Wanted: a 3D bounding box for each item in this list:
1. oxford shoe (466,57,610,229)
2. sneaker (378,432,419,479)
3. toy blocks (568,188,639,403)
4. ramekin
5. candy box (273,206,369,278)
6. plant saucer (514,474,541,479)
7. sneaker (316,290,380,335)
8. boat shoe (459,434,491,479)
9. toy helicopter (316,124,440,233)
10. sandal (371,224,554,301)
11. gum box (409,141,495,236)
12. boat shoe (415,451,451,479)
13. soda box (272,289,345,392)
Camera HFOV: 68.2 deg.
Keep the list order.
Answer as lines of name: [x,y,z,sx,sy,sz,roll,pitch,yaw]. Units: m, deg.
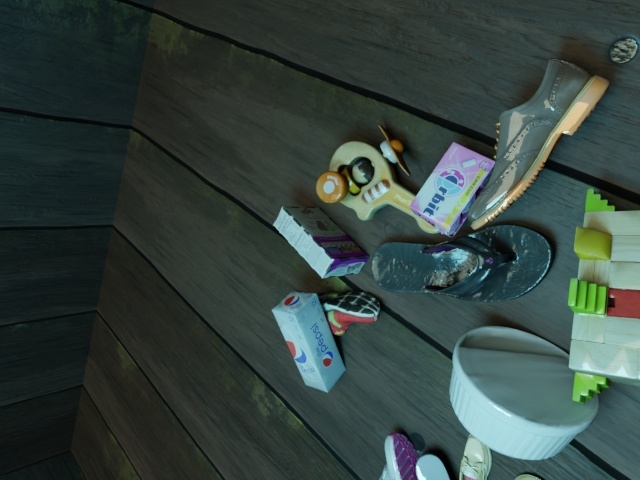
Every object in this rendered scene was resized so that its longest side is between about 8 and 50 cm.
oxford shoe: [0.398,-0.186,0.954,0.133,0.130,0.363,38,108,13]
sneaker: [0.193,0.626,1.220,0.111,0.103,0.252,-12,84,40]
toy blocks: [0.575,0.098,0.776,0.261,0.191,0.380,1,69,41]
ramekin: [0.384,0.301,0.934,0.273,0.273,0.127,32,126,36]
candy box: [0.000,0.000,1.311,0.233,0.159,0.071,47,120,30]
plant saucer: [0.465,0.552,1.033,0.084,0.015,0.083,4,96,41]
sneaker: [0.061,0.212,1.332,0.279,0.107,0.118,-4,109,45]
boat shoe: [0.356,0.536,1.098,0.063,0.059,0.169,4,96,41]
toy helicopter: [0.179,-0.142,1.191,0.355,0.140,0.234,34,106,23]
sandal: [0.295,0.066,1.089,0.446,0.107,0.167,-10,87,41]
gum box: [0.294,-0.110,1.056,0.107,0.062,0.188,35,91,28]
boat shoe: [0.298,0.649,1.137,0.096,0.088,0.267,-25,71,4]
soda box: [-0.028,0.281,1.314,0.091,0.098,0.286,5,126,41]
